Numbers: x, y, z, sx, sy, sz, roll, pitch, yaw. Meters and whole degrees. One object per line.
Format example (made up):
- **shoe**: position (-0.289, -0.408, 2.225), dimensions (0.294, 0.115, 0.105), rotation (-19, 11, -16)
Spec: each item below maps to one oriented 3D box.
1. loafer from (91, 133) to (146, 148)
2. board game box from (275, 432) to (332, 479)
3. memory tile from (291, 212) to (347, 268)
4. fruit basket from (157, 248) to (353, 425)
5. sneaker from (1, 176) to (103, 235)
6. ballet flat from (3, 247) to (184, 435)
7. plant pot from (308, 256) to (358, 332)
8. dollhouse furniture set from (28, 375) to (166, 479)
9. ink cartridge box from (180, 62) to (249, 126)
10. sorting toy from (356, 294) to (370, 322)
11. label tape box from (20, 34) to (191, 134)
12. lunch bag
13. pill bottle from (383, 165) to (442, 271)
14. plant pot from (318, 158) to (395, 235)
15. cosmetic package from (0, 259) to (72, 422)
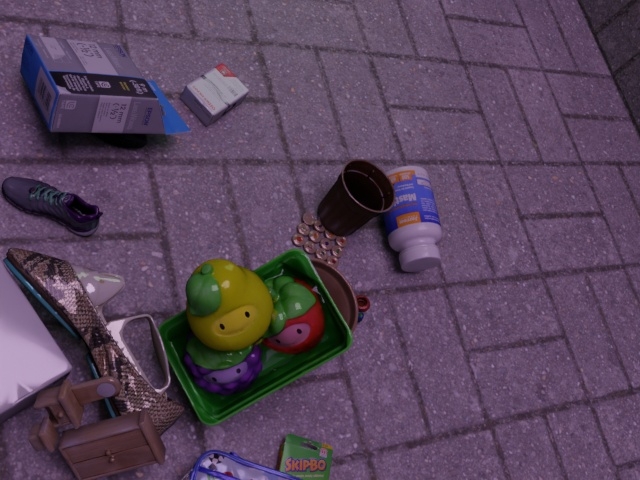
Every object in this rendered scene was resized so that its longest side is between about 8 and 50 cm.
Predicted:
- **loafer**: position (-0.526, -0.286, 1.792), dimensions (0.223, 0.076, 0.078), rotation (19, 66, -16)
- **board game box**: position (-0.049, 0.571, 1.650), dimensions (0.124, 0.039, 0.259), rotation (22, 60, -17)
- **memory tile**: position (0.000, 0.000, 1.985), dimensions (0.148, 0.012, 0.113), rotation (33, 54, -11)
- **fruit basket**: position (-0.150, 0.181, 1.529), dimensions (0.392, 0.392, 0.283), rotation (-24, 79, -36)
- **sneaker**: position (-0.589, -0.095, 1.644), dimensions (0.223, 0.098, 0.083), rotation (26, 56, -16)
- **ballet flat**: position (-0.437, 0.186, 1.515), dimensions (0.182, 0.164, 0.483), rotation (-33, 95, -17)
- **plant pot**: position (-0.035, 0.168, 1.818), dimensions (0.237, 0.110, 0.237), rotation (13, 61, -24)
- **dollhouse furniture set**: position (-0.388, 0.459, 1.292), dimensions (0.173, 0.303, 0.355), rotation (-16, 30, 2)
- **ink cartridge box**: position (-0.284, -0.392, 1.991), dimensions (0.109, 0.063, 0.150), rotation (47, 53, -1)
- **sorting toy**: position (0.087, 0.186, 1.928), dimensions (0.102, 0.042, 0.061), rotation (-29, 66, -25)
- **label tape box**: position (-0.496, -0.364, 1.757), dimensions (0.347, 0.115, 0.249), rotation (-6, 45, -37)
- **lunch bag**: position (-0.157, 0.568, 1.521), dimensions (0.303, 0.115, 0.243), rotation (23, 57, -7)
- **pill bottle**: position (0.254, -0.057, 2.070), dimensions (0.152, 0.152, 0.272), rotation (4, 64, -28)
- **plant pot**: position (0.085, -0.103, 1.983), dimensions (0.167, 0.165, 0.167), rotation (19, 50, -25)
- **cosmetic package**: position (-0.680, 0.165, 1.427), dimensions (0.217, 0.156, 0.385), rotation (-29, 83, -36)
